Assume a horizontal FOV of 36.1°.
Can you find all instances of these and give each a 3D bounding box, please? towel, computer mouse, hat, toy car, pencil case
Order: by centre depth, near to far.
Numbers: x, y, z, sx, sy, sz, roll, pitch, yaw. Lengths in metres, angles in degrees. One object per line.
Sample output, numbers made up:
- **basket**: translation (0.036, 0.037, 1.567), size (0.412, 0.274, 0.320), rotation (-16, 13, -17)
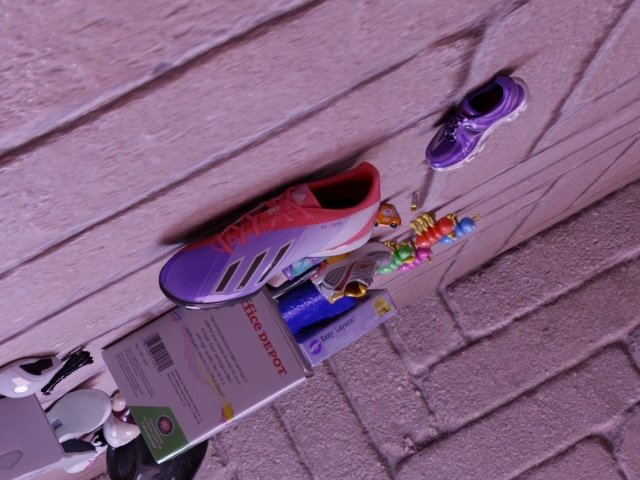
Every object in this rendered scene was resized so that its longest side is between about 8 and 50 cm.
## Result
- **computer mouse**: translation (-0.407, 0.200, 1.417), size (0.106, 0.042, 0.193), rotation (-31, 170, 13)
- **pencil case**: translation (0.000, 0.000, 1.491), size (0.151, 0.064, 0.070), rotation (-29, -174, -5)
- **toy car**: translation (0.124, -0.059, 1.676), size (0.122, 0.060, 0.041), rotation (-43, 141, -57)
- **towel**: translation (-0.071, 0.170, 2.085), size (0.308, 0.076, 0.227), rotation (-30, 170, 6)
- **hat**: translation (-0.409, 0.482, 2.266), size (0.331, 0.331, 0.134), rotation (-35, 138, 29)

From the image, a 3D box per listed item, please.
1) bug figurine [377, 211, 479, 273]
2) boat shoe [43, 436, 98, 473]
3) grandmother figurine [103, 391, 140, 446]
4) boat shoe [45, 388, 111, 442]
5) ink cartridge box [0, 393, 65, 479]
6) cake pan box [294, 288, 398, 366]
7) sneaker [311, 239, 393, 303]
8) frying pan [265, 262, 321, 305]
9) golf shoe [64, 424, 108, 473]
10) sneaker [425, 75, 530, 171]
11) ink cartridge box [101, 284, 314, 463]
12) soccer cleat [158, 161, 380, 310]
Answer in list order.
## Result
- **bug figurine**: translation (0.228, 0.005, 2.106), size (0.216, 0.072, 0.279), rotation (-33, 169, 20)
- **boat shoe**: translation (-0.554, 0.443, 2.092), size (0.095, 0.079, 0.254), rotation (-29, 168, 10)
- **grandmother figurine**: translation (-0.357, 0.345, 2.093), size (0.207, 0.104, 0.342), rotation (16, 137, -40)
- **boat shoe**: translation (-0.448, 0.318, 1.813), size (0.227, 0.079, 0.081), rotation (-31, 180, 35)
- **ink cartridge box**: translation (-0.584, 0.370, 1.515), size (0.307, 0.129, 0.223), rotation (-35, 168, 28)
- **cake pan box**: translation (0.018, 0.198, 2.259), size (0.245, 0.070, 0.267), rotation (-29, -173, -20)
- **sneaker**: translation (0.065, 0.065, 1.901), size (0.225, 0.093, 0.088), rotation (-19, 166, -46)
- **frying pan**: translation (-0.143, 0.120, 1.724), size (0.197, 0.053, 0.326), rotation (-23, 166, -31)
- **golf shoe**: translation (-0.556, 0.497, 2.395), size (0.186, 0.067, 0.086), rotation (-38, 164, -4)
- **sneaker**: translation (0.195, -0.161, 1.300), size (0.071, 0.068, 0.170), rotation (8, 136, -48)
- **ink cartridge box**: translation (-0.178, 0.200, 1.590), size (0.278, 0.201, 0.117), rotation (-30, 170, 3)
- **soccer cleat**: translation (-0.058, -0.013, 1.229), size (0.318, 0.109, 0.116), rotation (-21, 147, -29)
